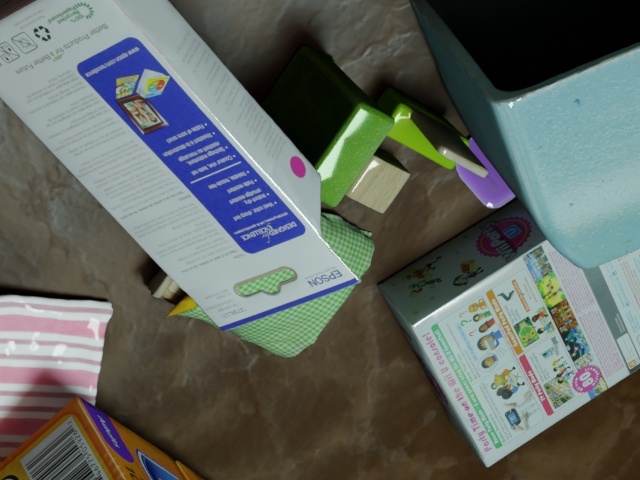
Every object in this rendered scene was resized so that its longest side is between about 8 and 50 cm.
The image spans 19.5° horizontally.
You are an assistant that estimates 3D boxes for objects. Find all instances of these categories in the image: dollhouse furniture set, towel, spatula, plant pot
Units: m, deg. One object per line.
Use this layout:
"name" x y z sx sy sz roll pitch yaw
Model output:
"dollhouse furniture set" 0.000 0.000 1.760 0.197 0.151 0.301 26 106 -33
"towel" -0.276 0.148 1.774 0.144 0.029 0.197 3 106 -35
"spatula" 0.260 -0.150 1.857 0.296 0.030 0.084 -43 115 4
"plant pot" 0.257 -0.126 1.729 0.248 0.247 0.252 -22 126 -5

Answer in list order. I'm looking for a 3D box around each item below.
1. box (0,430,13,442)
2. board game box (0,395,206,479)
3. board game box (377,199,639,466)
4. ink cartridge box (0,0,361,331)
"box" -0.390 0.243 1.807 0.207 0.036 0.114 -40 126 3
"board game box" -0.194 0.442 1.766 0.356 0.356 0.356 -41 142 4
"board game box" 0.243 0.063 1.939 0.303 0.097 0.224 -32 125 -5
"ink cartridge box" -0.131 -0.082 1.609 0.176 0.069 0.371 -21 119 38
